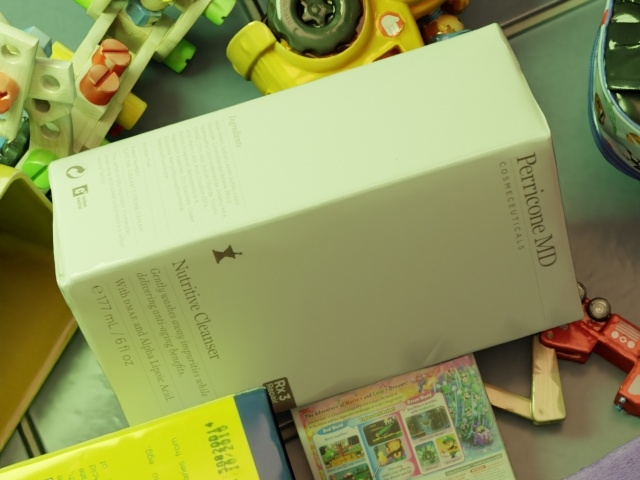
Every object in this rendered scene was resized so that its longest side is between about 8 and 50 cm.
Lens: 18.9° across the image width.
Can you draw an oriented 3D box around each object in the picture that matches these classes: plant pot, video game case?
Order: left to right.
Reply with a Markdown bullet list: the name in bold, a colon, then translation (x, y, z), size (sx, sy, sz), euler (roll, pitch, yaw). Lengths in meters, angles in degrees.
- **plant pot**: translation (-0.335, 0.038, 1.587), size (0.187, 0.212, 0.212), euler (25, 75, 24)
- **video game case**: translation (0.071, 0.177, 1.576), size (0.157, 0.019, 0.143), euler (-19, 88, 5)

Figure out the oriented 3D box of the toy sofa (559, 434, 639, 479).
- **toy sofa**: translation (0.234, 0.237, 1.480), size (0.362, 0.177, 0.150), euler (-26, 70, -9)

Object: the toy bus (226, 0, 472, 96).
- **toy bus**: translation (0.062, -0.155, 1.659), size (0.220, 0.149, 0.211), euler (-36, 86, -11)

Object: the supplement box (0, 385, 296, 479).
- **supplement box**: translation (-0.176, 0.275, 1.495), size (0.356, 0.195, 0.194), euler (-17, 71, -3)

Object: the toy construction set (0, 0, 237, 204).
- **toy construction set**: translation (-0.184, -0.154, 1.607), size (0.151, 0.215, 0.328), euler (45, 41, 0)

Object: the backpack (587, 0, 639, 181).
- **backpack**: translation (0.355, -0.143, 1.595), size (0.263, 0.213, 0.276), euler (16, 67, 0)

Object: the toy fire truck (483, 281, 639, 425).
- **toy fire truck**: translation (0.194, 0.104, 1.606), size (0.192, 0.047, 0.135), euler (34, 77, 12)

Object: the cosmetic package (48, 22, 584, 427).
- **cosmetic package**: translation (0.000, 0.000, 1.538), size (0.385, 0.217, 0.156), euler (-17, 43, 3)
